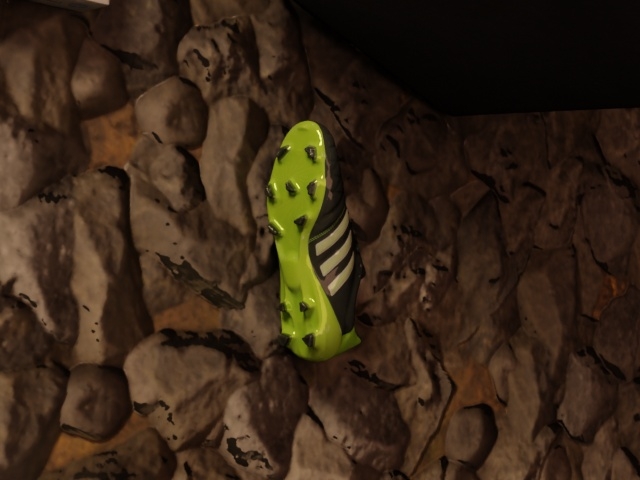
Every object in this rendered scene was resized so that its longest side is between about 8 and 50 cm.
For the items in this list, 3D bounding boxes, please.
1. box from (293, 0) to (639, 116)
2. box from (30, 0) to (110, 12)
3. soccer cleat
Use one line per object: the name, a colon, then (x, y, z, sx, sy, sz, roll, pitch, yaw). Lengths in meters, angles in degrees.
box: (0.251, -0.360, 1.011, 0.297, 0.480, 0.472, 28, 70, -44)
box: (-0.198, -0.252, 0.935, 0.145, 0.038, 0.186, 6, 83, -39)
soccer cleat: (0.000, 0.000, 1.083, 0.072, 0.060, 0.179, -9, 101, -49)
